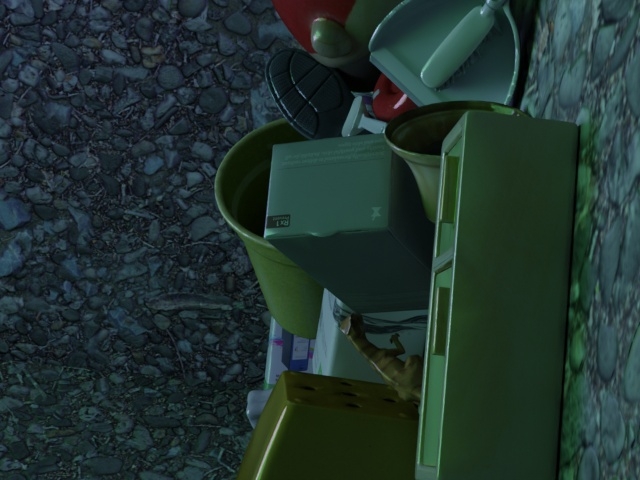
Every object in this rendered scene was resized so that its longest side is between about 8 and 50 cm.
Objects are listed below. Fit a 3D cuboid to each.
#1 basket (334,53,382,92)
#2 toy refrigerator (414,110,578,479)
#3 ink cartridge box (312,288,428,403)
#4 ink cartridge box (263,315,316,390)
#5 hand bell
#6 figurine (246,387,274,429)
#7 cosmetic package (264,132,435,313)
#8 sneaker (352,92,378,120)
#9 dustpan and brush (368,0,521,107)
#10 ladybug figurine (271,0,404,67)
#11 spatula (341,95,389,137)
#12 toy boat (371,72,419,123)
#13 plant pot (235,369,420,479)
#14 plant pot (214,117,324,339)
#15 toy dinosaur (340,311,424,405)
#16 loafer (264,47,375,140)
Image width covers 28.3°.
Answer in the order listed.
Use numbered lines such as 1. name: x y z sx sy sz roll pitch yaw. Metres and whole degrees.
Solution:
1. basket: 0.080 -0.307 1.651 0.227 0.154 0.204 166 123 -85
2. toy refrigerator: 0.125 0.049 0.945 0.102 0.094 0.269 120 156 -81
3. ink cartridge box: 0.066 0.075 1.552 0.198 0.115 0.272 -95 13 -68
4. ink cartridge box: -0.012 0.188 2.177 0.093 0.154 0.212 -133 50 -85
5. hand bell: 0.128 0.011 1.124 0.126 0.126 0.242 -92 -4 -64
6. figurine: 0.007 0.258 1.715 0.092 0.210 0.214 53 -155 -36
7. cosmetic package: 0.051 -0.010 1.218 0.238 0.127 0.107 48 -137 -59
8. sneaker: 0.049 -0.101 2.172 0.161 0.102 0.282 -99 16 -64
9. dustpan and brush: 0.142 -0.195 1.124 0.211 0.147 0.060 -50 -12 24
10. ladybug figurine: 0.053 -0.375 1.305 0.305 0.162 0.449 -40 27 53
11. spatula: 0.034 -0.083 1.468 0.242 0.019 0.168 -126 56 -80
12. toy boat: 0.090 -0.241 1.454 0.151 0.151 0.231 -89 7 -56
13. plant pot: 0.015 0.253 1.365 0.212 0.212 0.187 -113 32 -81
14. plant pot: 0.000 0.000 1.840 0.253 0.276 0.276 83 -174 -45
15. toy dinosaur: 0.097 0.147 1.283 0.211 0.112 0.064 34 99 40
16. loafer: 0.027 -0.152 1.715 0.096 0.267 0.084 -44 -20 -4
